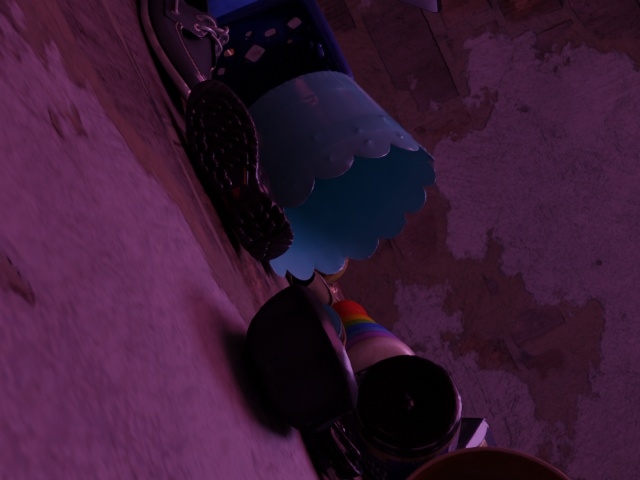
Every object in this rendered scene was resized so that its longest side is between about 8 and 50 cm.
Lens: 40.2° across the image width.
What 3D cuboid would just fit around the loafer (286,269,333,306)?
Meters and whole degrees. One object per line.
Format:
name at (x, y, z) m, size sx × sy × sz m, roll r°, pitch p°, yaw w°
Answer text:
loafer at (-0.025, 0.072, 1.486) m, size 0.148 × 0.056 × 0.050 m, roll 52°, pitch 9°, yaw -29°

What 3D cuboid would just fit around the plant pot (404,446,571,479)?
plant pot at (0.182, 0.390, 0.972) m, size 0.254 × 0.237 × 0.237 m, roll 84°, pitch -14°, yaw -53°

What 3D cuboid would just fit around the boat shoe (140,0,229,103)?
boat shoe at (-0.181, -0.293, 1.198) m, size 0.116 × 0.099 × 0.319 m, roll 63°, pitch 3°, yaw -46°

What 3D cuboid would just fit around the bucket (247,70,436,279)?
bucket at (0.005, -0.095, 1.264) m, size 0.183 × 0.281 × 0.281 m, roll 57°, pitch -2°, yaw 27°

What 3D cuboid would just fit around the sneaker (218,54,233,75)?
sneaker at (-0.179, -0.326, 1.787) m, size 0.111 × 0.103 × 0.252 m, roll 61°, pitch -5°, yaw 9°

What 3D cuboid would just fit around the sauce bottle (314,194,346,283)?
sauce bottle at (0.000, 0.000, 1.560) m, size 0.344 × 0.111 × 0.111 m, roll 87°, pitch -21°, yaw -76°

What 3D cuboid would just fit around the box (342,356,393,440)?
box at (0.106, 0.295, 1.326) m, size 0.207 × 0.108 × 0.153 m, roll -104°, pitch 169°, yaw -76°

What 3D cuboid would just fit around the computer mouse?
computer mouse at (-0.022, 0.130, 0.808) m, size 0.272 × 0.072 × 0.188 m, roll 92°, pitch -27°, yaw -68°

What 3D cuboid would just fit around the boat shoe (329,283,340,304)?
boat shoe at (0.019, 0.120, 2.004) m, size 0.050 × 0.045 × 0.135 m, roll -112°, pitch 176°, yaw -58°

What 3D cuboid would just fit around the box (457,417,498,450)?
box at (0.188, 0.384, 1.193) m, size 0.233 × 0.059 × 0.183 m, roll -43°, pitch 115°, yaw -44°

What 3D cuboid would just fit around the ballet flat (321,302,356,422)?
ballet flat at (-0.005, 0.150, 1.073) m, size 0.232 × 0.080 × 0.073 m, roll -101°, pitch -166°, yaw -71°

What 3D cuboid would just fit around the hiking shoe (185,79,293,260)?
hiking shoe at (-0.109, -0.083, 1.069) m, size 0.114 × 0.086 × 0.226 m, roll -169°, pitch -121°, yaw -76°

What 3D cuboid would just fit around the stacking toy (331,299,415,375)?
stacking toy at (0.071, 0.185, 1.580) m, size 0.141 × 0.141 × 0.330 m, roll 64°, pitch -2°, yaw -18°

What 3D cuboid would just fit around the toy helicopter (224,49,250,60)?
toy helicopter at (-0.200, -0.407, 2.152) m, size 0.355 × 0.140 × 0.235 m, roll 50°, pitch 19°, yaw -34°

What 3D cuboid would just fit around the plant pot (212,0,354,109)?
plant pot at (-0.075, -0.231, 1.425) m, size 0.212 × 0.236 × 0.236 m, roll 72°, pitch -5°, yaw -58°

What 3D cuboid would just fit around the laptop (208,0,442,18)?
laptop at (-0.051, -0.432, 1.361) m, size 0.408 × 0.236 × 0.382 m, roll 24°, pitch -10°, yaw 16°

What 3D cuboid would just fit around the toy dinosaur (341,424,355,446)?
toy dinosaur at (0.037, 0.272, 1.141) m, size 0.082 × 0.047 × 0.090 m, roll 75°, pitch 28°, yaw -44°

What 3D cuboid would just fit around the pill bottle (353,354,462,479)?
pill bottle at (0.102, 0.239, 1.042) m, size 0.219 × 0.123 × 0.122 m, roll 84°, pitch -14°, yaw -52°
